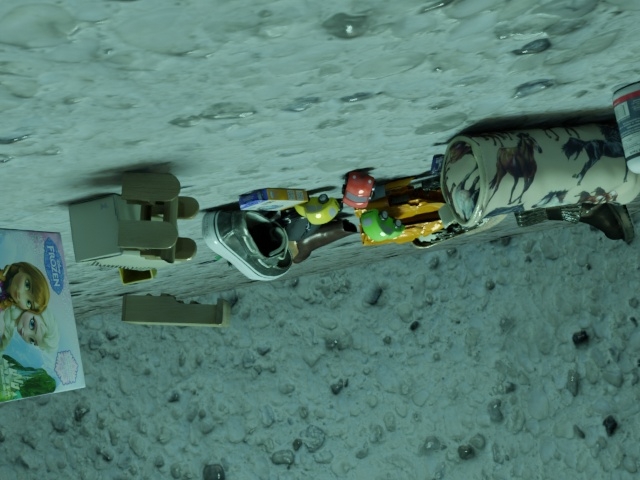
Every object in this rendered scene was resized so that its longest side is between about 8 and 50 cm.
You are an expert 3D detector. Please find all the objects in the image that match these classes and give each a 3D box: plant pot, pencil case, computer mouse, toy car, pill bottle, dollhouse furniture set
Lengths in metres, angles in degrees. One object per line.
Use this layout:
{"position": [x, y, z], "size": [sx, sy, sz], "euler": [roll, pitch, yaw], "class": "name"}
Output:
{"position": [-0.449, 0.058, 2.169], "size": [0.082, 0.081, 0.083], "euler": [-12, -175, 10], "class": "plant pot"}
{"position": [0.412, -0.125, 1.611], "size": [0.410, 0.159, 0.183], "euler": [-8, 156, -24], "class": "pencil case"}
{"position": [-0.070, -0.034, 2.049], "size": [0.184, 0.060, 0.262], "euler": [-8, 172, -29], "class": "computer mouse"}
{"position": [0.082, -0.049, 1.804], "size": [0.225, 0.053, 0.239], "euler": [28, 153, -30], "class": "toy car"}
{"position": [0.548, -0.165, 1.424], "size": [0.108, 0.180, 0.108], "euler": [-11, 174, -1], "class": "pill bottle"}
{"position": [-0.229, 0.018, 1.439], "size": [0.161, 0.242, 0.212], "euler": [2, 173, 1], "class": "dollhouse furniture set"}

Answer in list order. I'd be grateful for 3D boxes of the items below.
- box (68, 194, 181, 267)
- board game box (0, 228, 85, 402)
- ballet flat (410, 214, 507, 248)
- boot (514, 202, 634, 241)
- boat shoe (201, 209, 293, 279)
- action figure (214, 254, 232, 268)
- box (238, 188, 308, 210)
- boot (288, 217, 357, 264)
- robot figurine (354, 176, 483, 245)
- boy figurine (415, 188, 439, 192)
{"position": [-0.354, -0.009, 1.620], "size": [0.094, 0.113, 0.275], "euler": [-11, 172, 12], "class": "box"}
{"position": [-0.578, 0.137, 1.606], "size": [0.066, 0.318, 0.318], "euler": [-14, 173, 21], "class": "board game box"}
{"position": [0.347, -0.051, 2.193], "size": [0.316, 0.107, 0.106], "euler": [-32, 173, 40], "class": "ballet flat"}
{"position": [0.651, -0.078, 2.264], "size": [0.260, 0.131, 0.348], "euler": [-19, 144, 22], "class": "boot"}
{"position": [-0.128, 0.014, 1.919], "size": [0.119, 0.121, 0.335], "euler": [-6, 165, 24], "class": "boat shoe"}
{"position": [-0.228, 0.046, 2.489], "size": [0.137, 0.063, 0.232], "euler": [-13, 177, -5], "class": "action figure"}
{"position": [-0.099, -0.082, 1.756], "size": [0.081, 0.028, 0.136], "euler": [-16, 169, 38], "class": "box"}
{"position": [0.000, 0.000, 2.306], "size": [0.207, 0.090, 0.248], "euler": [-10, 170, 15], "class": "boot"}
{"position": [0.222, -0.074, 1.917], "size": [0.291, 0.085, 0.211], "euler": [-11, 145, 4], "class": "robot figurine"}
{"position": [0.260, -0.077, 2.092], "size": [0.285, 0.092, 0.177], "euler": [-12, 171, 41], "class": "boy figurine"}
